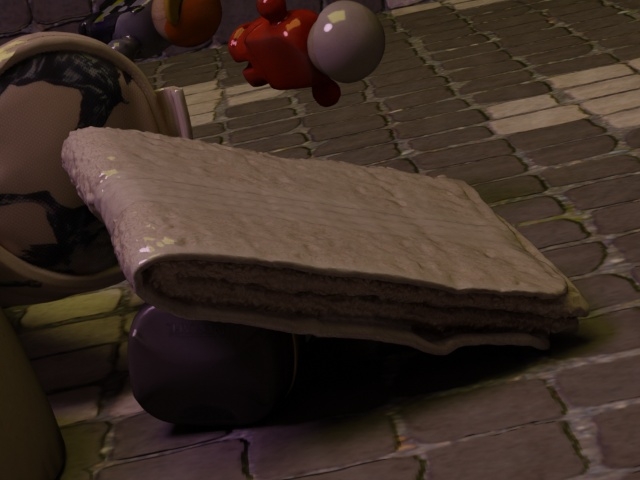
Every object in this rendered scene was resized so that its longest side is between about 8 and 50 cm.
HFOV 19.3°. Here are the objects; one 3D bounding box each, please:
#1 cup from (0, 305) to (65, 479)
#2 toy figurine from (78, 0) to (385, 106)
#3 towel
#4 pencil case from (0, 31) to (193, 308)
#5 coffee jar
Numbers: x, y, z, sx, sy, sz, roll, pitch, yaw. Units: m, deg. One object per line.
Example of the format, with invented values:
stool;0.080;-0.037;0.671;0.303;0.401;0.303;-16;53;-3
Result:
cup;-0.326;0.048;1.023;0.331;0.237;0.331;-11;14;3
toy figurine;-0.064;-0.084;1.346;0.209;0.213;0.148;10;-7;-38
towel;0.000;0.000;1.083;0.282;0.049;0.187;8;20;-25
pencil case;-0.245;-0.026;1.277;0.183;0.160;0.410;-33;11;-33
coffee jar;-0.047;0.047;1.118;0.096;0.079;0.184;0;15;14
